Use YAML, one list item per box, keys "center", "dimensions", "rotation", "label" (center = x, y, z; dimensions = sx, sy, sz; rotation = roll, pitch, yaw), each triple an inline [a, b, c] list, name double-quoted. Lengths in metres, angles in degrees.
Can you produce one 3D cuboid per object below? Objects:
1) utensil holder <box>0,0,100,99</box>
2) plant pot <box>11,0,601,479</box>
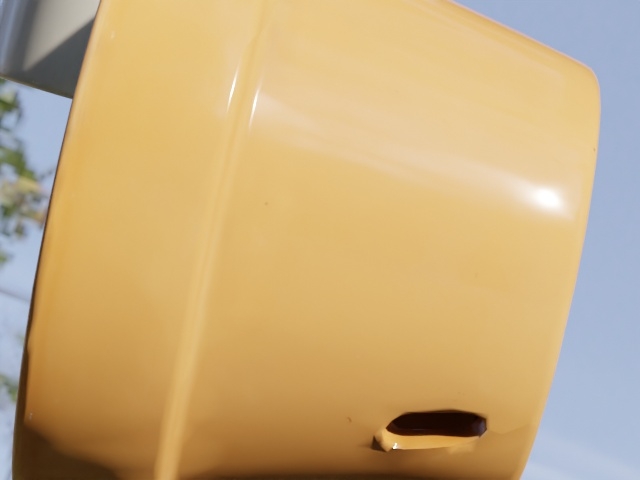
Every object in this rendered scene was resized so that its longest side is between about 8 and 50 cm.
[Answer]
- center: [-0.150, -0.315, 2.044]
  dimensions: [0.328, 0.385, 0.327]
  rotation: [16, 2, -1]
  label: "utensil holder"
- center: [0.000, 0.000, 0.852]
  dimensions: [0.203, 0.291, 0.291]
  rotation: [12, -27, 1]
  label: "plant pot"
